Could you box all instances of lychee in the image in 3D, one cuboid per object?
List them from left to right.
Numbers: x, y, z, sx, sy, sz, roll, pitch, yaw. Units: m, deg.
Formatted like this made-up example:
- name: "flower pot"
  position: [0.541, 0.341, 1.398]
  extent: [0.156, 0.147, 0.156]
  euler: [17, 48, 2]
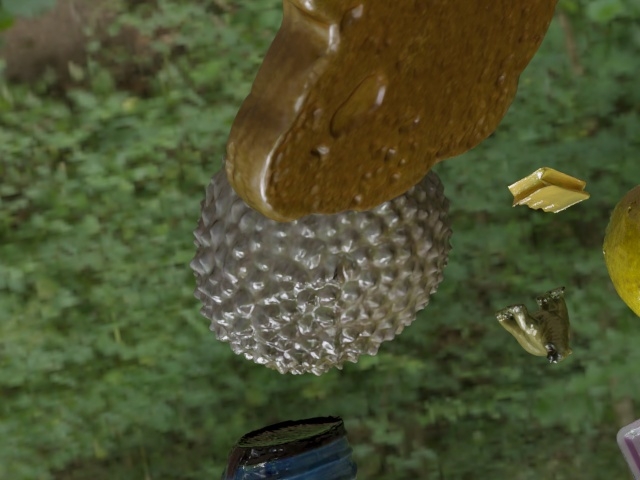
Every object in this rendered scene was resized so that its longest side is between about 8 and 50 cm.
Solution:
- name: "lychee"
  position: [0.000, 0.000, 1.785]
  extent: [0.380, 0.380, 0.432]
  euler: [0, -127, 55]

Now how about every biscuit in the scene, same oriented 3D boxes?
- name: "biscuit"
  position: [0.066, -0.169, 0.939]
  extent: [0.381, 0.359, 0.074]
  euler: [-41, -125, -19]

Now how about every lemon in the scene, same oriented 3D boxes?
- name: "lemon"
  position: [0.540, 0.015, 1.731]
  extent: [0.254, 0.253, 0.310]
  euler: [-8, 163, 14]

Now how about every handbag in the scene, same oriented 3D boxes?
- name: "handbag"
  position: [0.267, -0.055, 1.385]
  extent: [0.083, 0.027, 0.061]
  euler: [12, 149, -40]

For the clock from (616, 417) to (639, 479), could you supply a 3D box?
- name: "clock"
  position: [0.426, 0.265, 1.274]
  extent: [0.150, 0.197, 0.063]
  euler: [-34, 150, 23]

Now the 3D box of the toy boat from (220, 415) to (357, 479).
- name: "toy boat"
  position: [-0.040, 0.315, 1.546]
  extent: [0.129, 0.142, 0.309]
  euler: [1, -176, 31]

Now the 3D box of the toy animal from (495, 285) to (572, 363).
- name: "toy animal"
  position: [0.328, 0.131, 1.758]
  extent: [0.103, 0.101, 0.218]
  euler: [-19, 173, -3]
